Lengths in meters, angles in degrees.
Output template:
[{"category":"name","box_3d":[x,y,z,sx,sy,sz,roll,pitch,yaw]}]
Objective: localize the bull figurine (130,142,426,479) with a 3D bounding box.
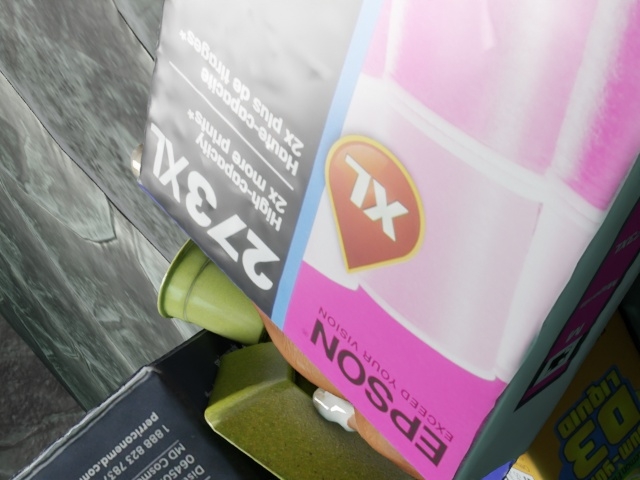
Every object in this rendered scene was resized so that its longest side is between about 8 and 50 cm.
[{"category":"bull figurine","box_3d":[0.000,0.000,0.683,0.310,0.101,0.188,59,166,-17]}]

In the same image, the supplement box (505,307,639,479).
[{"category":"supplement box","box_3d":[0.093,0.058,0.601,0.080,0.078,0.233,19,145,56]}]

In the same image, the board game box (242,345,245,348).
[{"category":"board game box","box_3d":[0.006,0.216,1.209,0.317,0.046,0.213,50,162,3]}]

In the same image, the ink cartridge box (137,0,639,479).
[{"category":"ink cartridge box","box_3d":[0.025,-0.040,0.435,0.176,0.069,0.371,44,148,21]}]

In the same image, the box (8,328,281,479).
[{"category":"box","box_3d":[-0.039,0.279,0.945,0.395,0.212,0.293,48,-176,2]}]

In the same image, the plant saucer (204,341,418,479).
[{"category":"plant saucer","box_3d":[0.019,0.131,0.872,0.188,0.045,0.188,37,-174,-5]}]

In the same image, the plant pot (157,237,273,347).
[{"category":"plant pot","box_3d":[-0.060,0.039,0.974,0.079,0.083,0.083,31,157,18]}]
